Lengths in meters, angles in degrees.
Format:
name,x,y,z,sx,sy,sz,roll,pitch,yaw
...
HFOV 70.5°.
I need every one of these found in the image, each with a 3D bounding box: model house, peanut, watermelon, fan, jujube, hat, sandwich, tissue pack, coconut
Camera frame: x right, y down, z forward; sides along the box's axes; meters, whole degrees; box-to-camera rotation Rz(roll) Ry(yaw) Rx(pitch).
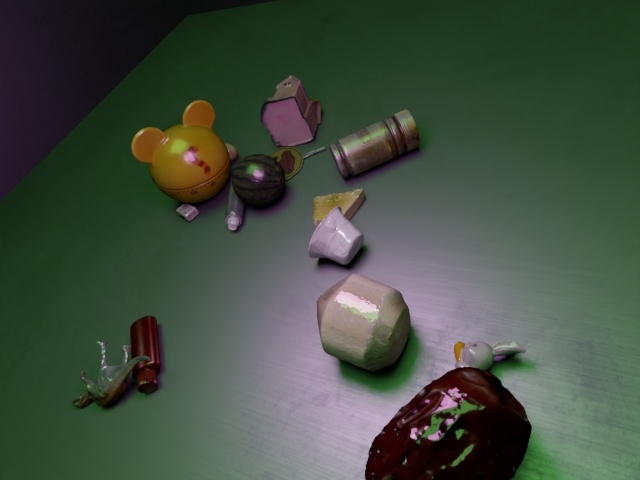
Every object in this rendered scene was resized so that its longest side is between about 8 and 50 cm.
name,x,y,z,sx,sy,sz,roll,pitch,yaw
model house,-0.133,-0.588,2.029,0.202,0.237,0.237,-9,44,25
peanut,-0.485,-0.408,2.117,0.214,0.090,0.098,-4,62,19
watermelon,-0.245,-0.238,1.791,0.212,0.212,0.212,-12,48,14
fan,-0.135,-0.342,1.963,0.335,0.011,0.229,-21,46,6
jujube,0.270,0.435,0.958,0.376,0.258,0.258,-45,49,-9
hat,0.063,0.002,1.492,0.126,0.203,0.203,32,67,16
sandwich,0.068,-0.102,1.641,0.193,0.058,0.162,-10,50,13
tissue pack,-0.569,-0.123,1.942,0.083,0.042,0.062,27,66,39
coconut,0.102,0.214,1.232,0.266,0.237,0.237,14,58,34

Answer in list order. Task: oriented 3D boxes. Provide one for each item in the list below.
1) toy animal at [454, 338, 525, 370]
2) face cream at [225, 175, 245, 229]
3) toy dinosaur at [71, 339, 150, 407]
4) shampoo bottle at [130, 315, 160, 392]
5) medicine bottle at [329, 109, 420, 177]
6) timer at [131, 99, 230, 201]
name,x,y,z,sx,sy,sz,roll,pitch,yaw
toy animal,0.406,0.302,1.140,0.127,0.131,0.181,37,77,7
face cream,-0.345,-0.159,1.854,0.073,0.073,0.283,-13,48,13
toy dinosaur,-0.654,0.416,1.448,0.393,0.092,0.205,-15,64,24
shampoo bottle,-0.581,0.376,1.502,0.102,0.064,0.260,-34,46,7
medicine bottle,0.206,-0.366,1.739,0.322,0.151,0.151,-24,46,3
timer,-0.563,-0.359,1.899,0.376,0.387,0.376,-8,45,9
